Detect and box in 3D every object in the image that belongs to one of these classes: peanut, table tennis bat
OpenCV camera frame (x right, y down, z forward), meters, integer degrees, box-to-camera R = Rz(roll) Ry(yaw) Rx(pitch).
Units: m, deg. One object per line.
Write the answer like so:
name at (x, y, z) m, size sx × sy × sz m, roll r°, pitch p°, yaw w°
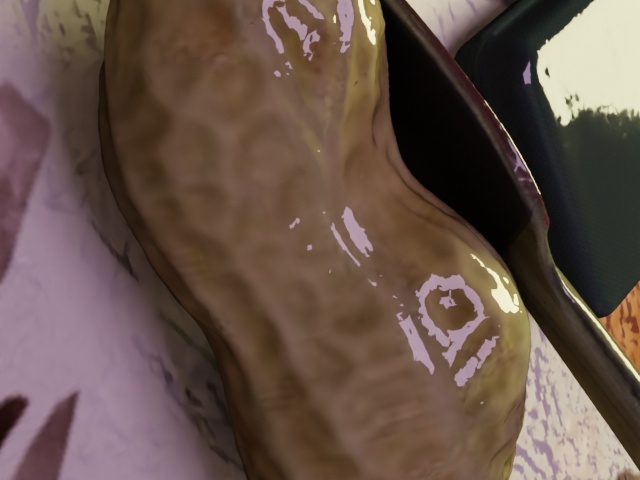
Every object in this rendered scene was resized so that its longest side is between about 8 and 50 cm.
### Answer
peanut at (0.000, 0.000, 0.644) m, size 0.298 × 0.136 × 0.120 m, roll 66°, pitch 28°, yaw -23°
table tennis bat at (0.063, -0.014, 0.674) m, size 0.022 × 0.138 × 0.246 m, roll -34°, pitch 81°, yaw -11°

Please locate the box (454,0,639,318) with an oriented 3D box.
box at (0.162, -0.080, 0.881) m, size 0.230 × 0.050 × 0.160 m, roll -42°, pitch 120°, yaw -39°
